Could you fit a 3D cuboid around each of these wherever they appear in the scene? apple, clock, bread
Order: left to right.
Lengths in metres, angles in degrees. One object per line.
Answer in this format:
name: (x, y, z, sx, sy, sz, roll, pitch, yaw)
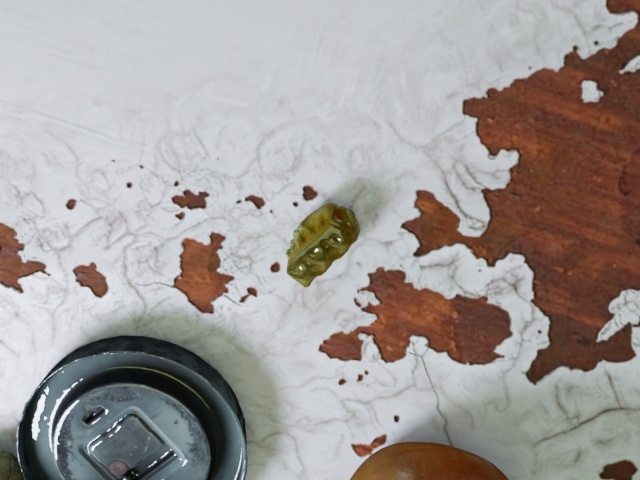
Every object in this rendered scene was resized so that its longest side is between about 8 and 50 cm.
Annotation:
clock: (-0.250, 0.274, 1.615, 0.312, 0.061, 0.313, 1, 112, 2)
bread: (0.000, 0.000, 1.499, 0.110, 0.060, 0.066, -44, 76, 18)
apple: (0.146, 0.377, 1.567, 0.253, 0.253, 0.254, 1, 112, 2)

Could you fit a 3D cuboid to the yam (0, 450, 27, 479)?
yam: (-0.553, 0.376, 1.634, 0.330, 0.133, 0.133, -24, 109, 8)
